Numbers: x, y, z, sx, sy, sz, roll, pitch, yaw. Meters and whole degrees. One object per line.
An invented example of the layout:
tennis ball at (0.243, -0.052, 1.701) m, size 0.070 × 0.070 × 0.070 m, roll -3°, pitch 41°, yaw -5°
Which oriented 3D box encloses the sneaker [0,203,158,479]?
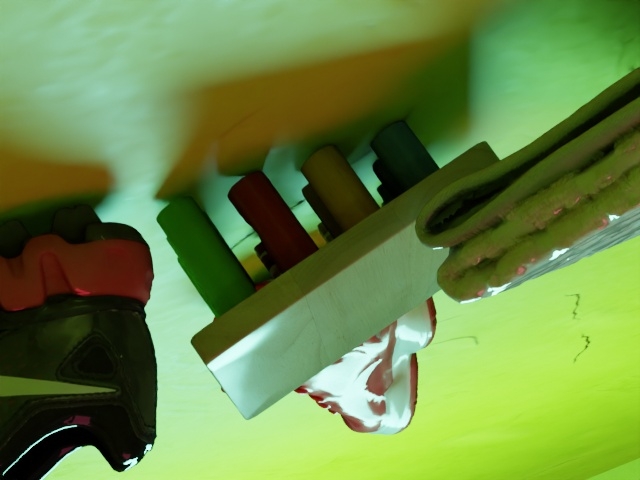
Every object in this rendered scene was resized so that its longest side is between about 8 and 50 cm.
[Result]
sneaker at (-0.194, 0.084, 0.747) m, size 0.276 × 0.135 × 0.097 m, roll -16°, pitch 166°, yaw -9°

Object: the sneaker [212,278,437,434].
sneaker at (-0.007, 0.065, 1.049) m, size 0.128 × 0.087 × 0.221 m, roll -8°, pitch 151°, yaw -8°

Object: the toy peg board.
toy peg board at (0.000, 0.000, 0.844) m, size 0.161 × 0.079 × 0.161 m, roll -34°, pitch 165°, yaw -5°

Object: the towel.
towel at (0.240, -0.088, 0.751) m, size 0.332 × 0.053 × 0.317 m, roll -33°, pitch 170°, yaw 41°
